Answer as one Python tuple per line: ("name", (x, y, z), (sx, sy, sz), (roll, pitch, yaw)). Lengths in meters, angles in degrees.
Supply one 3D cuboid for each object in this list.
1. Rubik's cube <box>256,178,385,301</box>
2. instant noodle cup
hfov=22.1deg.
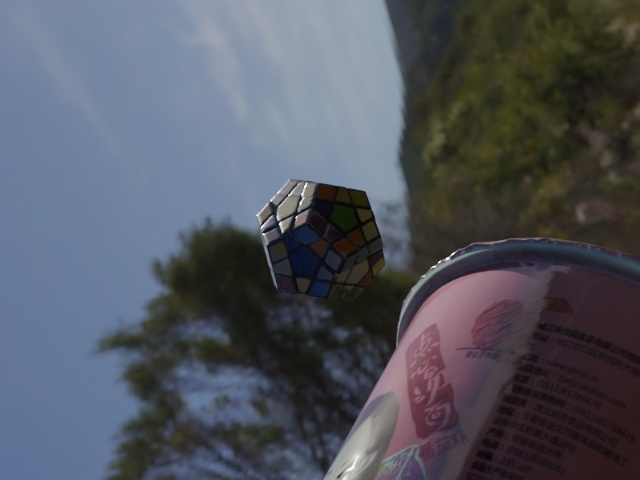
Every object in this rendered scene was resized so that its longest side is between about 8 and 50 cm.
("Rubik's cube", (0.000, 0.000, 1.332), (0.111, 0.093, 0.111), (162, 90, -88))
("instant noodle cup", (0.092, 0.162, 0.749), (0.231, 0.243, 0.243), (-52, -47, -38))
